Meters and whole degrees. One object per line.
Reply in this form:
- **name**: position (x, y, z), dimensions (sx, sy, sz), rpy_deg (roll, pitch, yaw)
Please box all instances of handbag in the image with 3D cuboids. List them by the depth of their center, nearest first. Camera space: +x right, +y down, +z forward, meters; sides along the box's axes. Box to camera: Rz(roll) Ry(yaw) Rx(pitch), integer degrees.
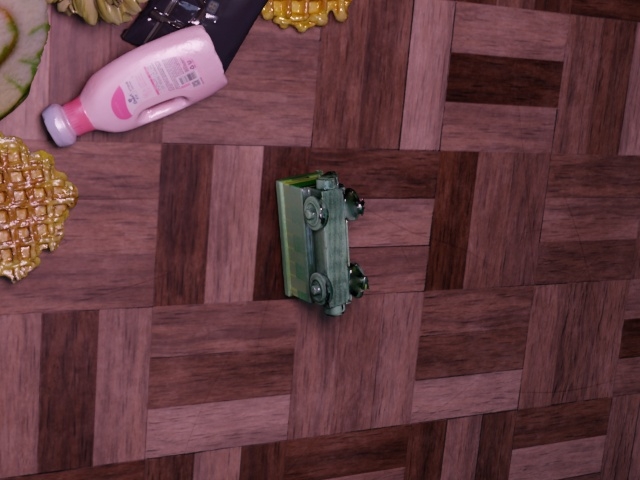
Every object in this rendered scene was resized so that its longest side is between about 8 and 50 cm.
- **handbag**: position (-0.225, -0.433, 1.855), dimensions (0.211, 0.089, 0.254), rpy_deg (27, 106, -25)

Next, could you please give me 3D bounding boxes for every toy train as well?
- **toy train**: position (0.000, 0.000, 2.036), dimensions (0.120, 0.202, 0.301), rpy_deg (-13, 108, -28)

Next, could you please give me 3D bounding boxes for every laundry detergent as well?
- **laundry detergent**: position (-0.342, -0.272, 1.804), dimensions (0.335, 0.088, 0.159), rpy_deg (-26, 138, -4)

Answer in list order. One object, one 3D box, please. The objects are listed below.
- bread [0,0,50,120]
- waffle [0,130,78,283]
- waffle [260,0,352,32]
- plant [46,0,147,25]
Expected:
- **bread**: position (-0.609, -0.332, 1.564), dimensions (0.366, 0.129, 0.382), rpy_deg (-52, 155, -21)
- **waffle**: position (-0.575, -0.061, 1.792), dimensions (0.245, 0.052, 0.254), rpy_deg (37, 82, -29)
- **waffle**: position (-0.043, -0.557, 1.952), dimensions (0.283, 0.065, 0.309), rpy_deg (-49, 122, -6)
- **plant**: position (-0.380, -0.511, 1.657), dimensions (0.297, 0.261, 0.306), rpy_deg (-24, 126, -19)
